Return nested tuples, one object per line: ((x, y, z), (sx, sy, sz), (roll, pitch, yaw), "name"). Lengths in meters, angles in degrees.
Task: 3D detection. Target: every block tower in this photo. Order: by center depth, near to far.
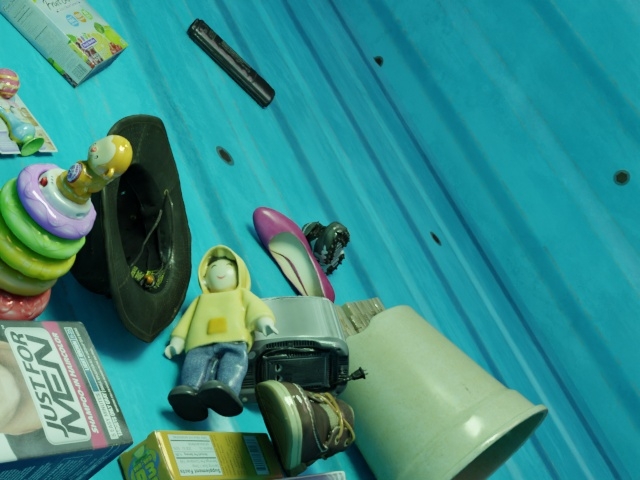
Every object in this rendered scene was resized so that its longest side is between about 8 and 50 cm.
((0.034, 0.181, 1.762), (0.091, 0.097, 0.335), (58, 25, 15), "block tower")

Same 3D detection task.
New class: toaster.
((-0.044, 0.172, 1.483), (0.146, 0.226, 0.129), (-102, -170, -57), "toaster")

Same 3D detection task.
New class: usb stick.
((-0.221, -0.445, 2.301), (0.278, 0.045, 0.077), (43, 30, -20), "usb stick")

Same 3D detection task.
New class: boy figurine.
((-0.145, 0.128, 1.372), (0.092, 0.177, 0.285), (62, 25, -45), "boy figurine")

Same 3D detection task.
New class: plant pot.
((0.173, 0.293, 1.609), (0.305, 0.334, 0.333), (49, 19, 24), "plant pot")

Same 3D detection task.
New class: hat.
((-0.296, -0.018, 1.319), (0.331, 0.133, 0.332), (0, 90, -76), "hat")

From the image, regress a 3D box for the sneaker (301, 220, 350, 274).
((0.000, 0.000, 1.915), (0.106, 0.078, 0.234), (43, -14, 10), "sneaker")

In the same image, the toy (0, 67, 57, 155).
((-0.504, -0.238, 1.414), (0.237, 0.056, 0.137), (54, 21, 7), "toy")

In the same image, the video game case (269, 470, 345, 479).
((-0.005, 0.434, 1.289), (0.183, 0.023, 0.202), (15, 63, -56), "video game case")

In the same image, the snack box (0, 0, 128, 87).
((-0.478, -0.400, 1.698), (0.207, 0.070, 0.174), (45, 23, -12), "snack box")

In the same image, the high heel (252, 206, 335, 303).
((-0.055, 0.042, 1.820), (0.244, 0.082, 0.117), (57, 8, -20), "high heel")

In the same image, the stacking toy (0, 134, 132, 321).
((-0.331, -0.025, 1.088), (0.165, 0.301, 0.175), (33, 29, -38), "stacking toy")

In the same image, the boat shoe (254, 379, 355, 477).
((-0.013, 0.257, 1.297), (0.342, 0.123, 0.123), (87, -21, -65), "boat shoe")

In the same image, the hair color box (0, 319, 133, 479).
((-0.374, 0.179, 0.953), (0.347, 0.105, 0.174), (9, 46, -58), "hair color box")

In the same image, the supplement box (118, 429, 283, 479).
((-0.154, 0.304, 1.223), (0.233, 0.078, 0.080), (20, 39, -52), "supplement box")
